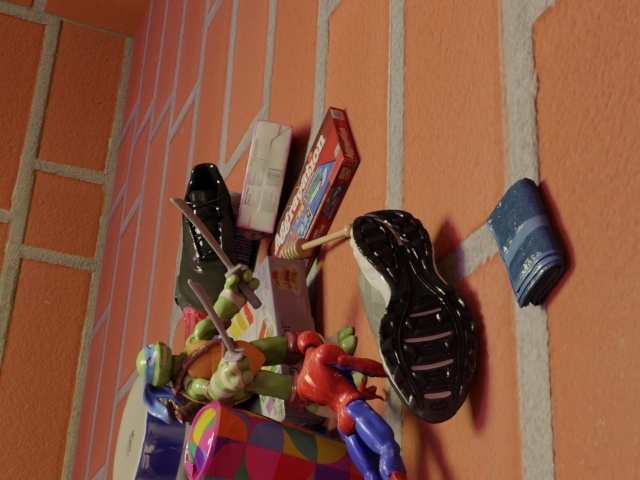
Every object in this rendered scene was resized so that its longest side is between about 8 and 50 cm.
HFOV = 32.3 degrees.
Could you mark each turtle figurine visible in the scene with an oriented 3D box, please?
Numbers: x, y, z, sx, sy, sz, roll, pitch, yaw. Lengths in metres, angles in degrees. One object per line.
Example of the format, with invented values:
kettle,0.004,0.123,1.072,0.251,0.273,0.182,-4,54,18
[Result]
turtle figurine,-0.073,0.113,1.336,0.198,0.266,0.274,-161,83,-71

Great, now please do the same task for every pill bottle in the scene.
pill bottle,-0.174,0.008,1.941,0.112,0.112,0.186,179,102,-71

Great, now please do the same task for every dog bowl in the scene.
dog bowl,-0.317,0.392,2.118,0.265,0.104,0.264,-168,90,-71

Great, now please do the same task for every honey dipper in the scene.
honey dipper,0.000,0.000,1.540,0.161,0.030,0.030,-22,56,53

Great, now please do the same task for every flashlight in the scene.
flashlight,-0.234,0.183,2.017,0.103,0.103,0.304,121,153,-46

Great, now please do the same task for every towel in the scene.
towel,0.190,0.000,1.021,0.119,0.029,0.067,-98,28,-47

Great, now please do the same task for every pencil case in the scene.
pencil case,-0.031,0.252,1.198,0.104,0.236,0.104,-54,22,35

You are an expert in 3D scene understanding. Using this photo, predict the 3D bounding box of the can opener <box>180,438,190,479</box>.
can opener,-0.149,0.263,1.752,0.074,0.093,0.280,-20,54,67

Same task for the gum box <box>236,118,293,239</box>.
gum box,-0.092,-0.094,1.807,0.107,0.062,0.188,123,157,-85

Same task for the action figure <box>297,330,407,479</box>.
action figure,0.070,0.197,1.177,0.280,0.139,0.091,55,130,36

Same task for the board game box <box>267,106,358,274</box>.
board game box,-0.017,-0.046,1.653,0.145,0.027,0.281,-101,30,-53

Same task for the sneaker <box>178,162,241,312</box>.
sneaker,-0.183,-0.007,1.756,0.130,0.109,0.286,88,170,-46

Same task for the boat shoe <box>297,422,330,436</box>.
boat shoe,-0.063,0.326,1.450,0.109,0.089,0.258,-96,26,-43

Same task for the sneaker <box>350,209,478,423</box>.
sneaker,0.099,0.086,1.161,0.271,0.100,0.108,-104,8,-47

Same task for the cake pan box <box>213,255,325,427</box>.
cake pan box,-0.086,0.196,1.583,0.245,0.070,0.266,-51,39,48
